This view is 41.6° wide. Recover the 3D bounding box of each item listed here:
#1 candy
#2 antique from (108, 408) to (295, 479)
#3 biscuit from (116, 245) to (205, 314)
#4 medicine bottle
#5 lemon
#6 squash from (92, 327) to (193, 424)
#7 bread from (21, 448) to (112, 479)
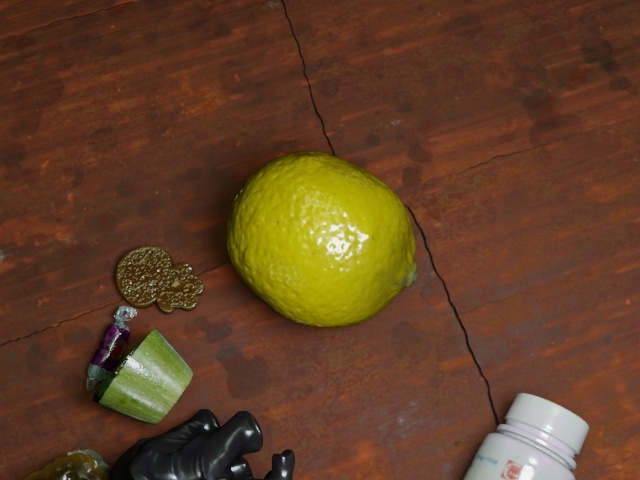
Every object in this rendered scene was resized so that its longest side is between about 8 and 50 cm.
[{"bbox_3d":[-0.391,0.202,1.576,0.043,0.045,0.175,9,69,39],"label":"candy"},{"bbox_3d":[-0.207,0.396,1.356,0.255,0.322,0.185,-16,96,-38],"label":"antique"},{"bbox_3d":[-0.310,0.081,1.623,0.175,0.026,0.124,22,74,8],"label":"biscuit"},{"bbox_3d":[0.333,0.416,1.431,0.170,0.170,0.293,28,75,9],"label":"medicine bottle"},{"bbox_3d":[-0.002,-0.001,1.501,0.336,0.336,0.336,0,71,0],"label":"lemon"},{"bbox_3d":[-0.311,0.248,1.505,0.123,0.170,0.170,37,75,-7],"label":"squash"},{"bbox_3d":[-0.426,0.478,1.447,0.192,0.110,0.210,-32,74,-9],"label":"bread"}]
